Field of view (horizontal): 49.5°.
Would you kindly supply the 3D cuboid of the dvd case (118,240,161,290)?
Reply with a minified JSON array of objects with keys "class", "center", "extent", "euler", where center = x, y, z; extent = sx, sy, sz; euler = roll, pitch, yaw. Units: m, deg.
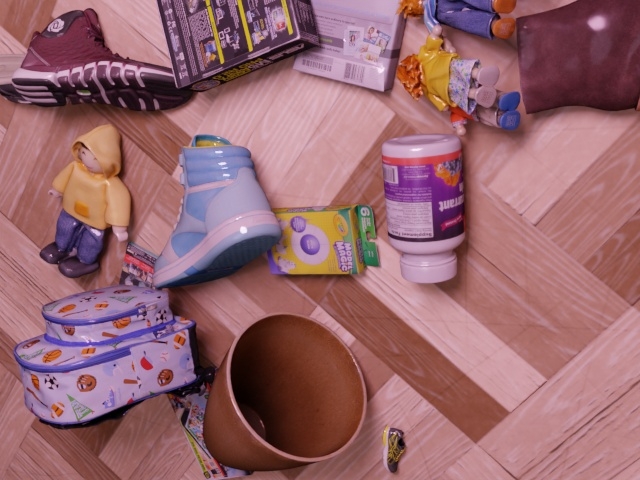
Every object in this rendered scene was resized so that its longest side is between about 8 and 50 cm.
[{"class":"dvd case","center":[-0.328,0.071,1.274],"extent":[0.087,0.013,0.119],"euler":[26,116,15]}]

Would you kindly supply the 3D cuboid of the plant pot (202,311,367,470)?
[{"class":"plant pot","center":[-0.089,0.277,1.132],"extent":[0.237,0.237,0.254],"euler":[47,136,4]}]

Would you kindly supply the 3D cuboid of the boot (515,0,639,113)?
[{"class":"boot","center":[0.331,-0.270,0.801],"extent":[0.207,0.090,0.248],"euler":[0,111,23]}]

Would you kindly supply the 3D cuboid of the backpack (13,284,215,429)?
[{"class":"backpack","center":[-0.359,0.191,1.149],"extent":[0.277,0.263,0.213],"euler":[-3,107,47]}]

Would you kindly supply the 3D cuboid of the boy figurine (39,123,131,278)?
[{"class":"boy figurine","center":[-0.403,-0.068,1.218],"extent":[0.177,0.092,0.285],"euler":[36,122,13]}]

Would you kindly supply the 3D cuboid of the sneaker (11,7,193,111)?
[{"class":"sneaker","center":[-0.339,-0.301,1.106],"extent":[0.282,0.106,0.162],"euler":[3,68,-1]}]

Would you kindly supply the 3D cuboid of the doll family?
[{"class":"doll family","center":[0.162,-0.257,0.853],"extent":[0.163,0.118,0.262],"euler":[32,123,49]}]

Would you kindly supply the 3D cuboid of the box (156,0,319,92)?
[{"class":"box","center":[-0.134,-0.370,0.973],"extent":[0.216,0.060,0.270],"euler":[-15,89,28]}]

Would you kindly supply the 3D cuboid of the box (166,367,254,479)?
[{"class":"box","center":[-0.204,0.345,1.296],"extent":[0.114,0.036,0.207],"euler":[-18,99,29]}]

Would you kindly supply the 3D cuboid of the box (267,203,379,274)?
[{"class":"box","center":[0.000,0.000,1.079],"extent":[0.179,0.043,0.105],"euler":[-3,106,24]}]

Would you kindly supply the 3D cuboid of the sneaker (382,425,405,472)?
[{"class":"sneaker","center":[0.123,0.348,1.146],"extent":[0.035,0.031,0.083],"euler":[0,107,25]}]

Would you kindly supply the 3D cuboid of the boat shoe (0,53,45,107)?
[{"class":"boat shoe","center":[-0.467,-0.270,1.199],"extent":[0.233,0.084,0.079],"euler":[8,149,16]}]

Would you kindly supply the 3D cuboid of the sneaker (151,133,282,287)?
[{"class":"sneaker","center":[-0.190,-0.049,1.120],"extent":[0.319,0.127,0.208],"euler":[-27,74,44]}]

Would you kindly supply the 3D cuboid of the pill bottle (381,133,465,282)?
[{"class":"pill bottle","center":[0.144,-0.044,0.957],"extent":[0.108,0.108,0.193],"euler":[2,109,25]}]

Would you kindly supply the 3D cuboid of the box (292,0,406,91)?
[{"class":"box","center":[0.045,-0.313,0.951],"extent":[0.145,0.038,0.186],"euler":[18,115,19]}]
